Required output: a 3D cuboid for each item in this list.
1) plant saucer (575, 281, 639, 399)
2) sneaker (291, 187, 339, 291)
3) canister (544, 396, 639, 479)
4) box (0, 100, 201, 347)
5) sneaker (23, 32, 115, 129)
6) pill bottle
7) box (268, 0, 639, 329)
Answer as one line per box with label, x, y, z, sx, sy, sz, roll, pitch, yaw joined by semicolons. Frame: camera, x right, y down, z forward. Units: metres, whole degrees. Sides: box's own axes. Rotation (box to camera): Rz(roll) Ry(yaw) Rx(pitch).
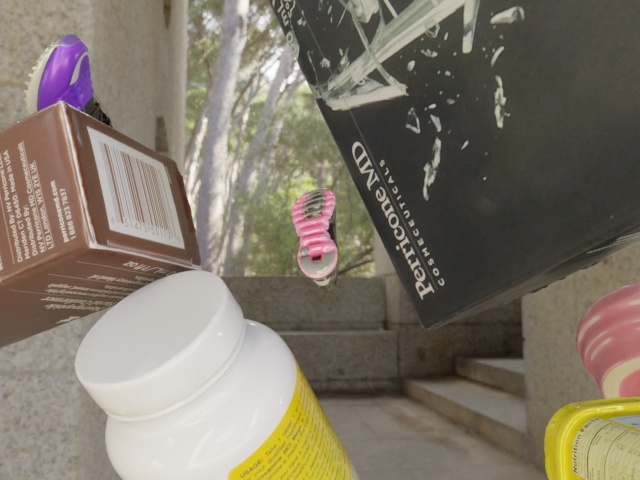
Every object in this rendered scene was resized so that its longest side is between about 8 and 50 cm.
plant saucer;0.487;0.174;0.742;0.331;0.084;0.332;20;-32;13
sneaker;0.000;0.000;0.614;0.047;0.120;0.057;-10;-40;13
canister;0.241;0.151;0.373;0.126;0.074;0.170;-1;-3;-12
box;-0.336;0.023;0.596;0.381;0.143;0.191;-20;-13;13
sneaker;-0.326;-0.141;0.856;0.146;0.294;0.102;19;38;-5
pill bottle;-0.084;0.200;0.590;0.187;0.334;0.188;-18;30;11
box;0.210;-0.249;0.485;0.297;0.480;0.472;-16;-17;-31
